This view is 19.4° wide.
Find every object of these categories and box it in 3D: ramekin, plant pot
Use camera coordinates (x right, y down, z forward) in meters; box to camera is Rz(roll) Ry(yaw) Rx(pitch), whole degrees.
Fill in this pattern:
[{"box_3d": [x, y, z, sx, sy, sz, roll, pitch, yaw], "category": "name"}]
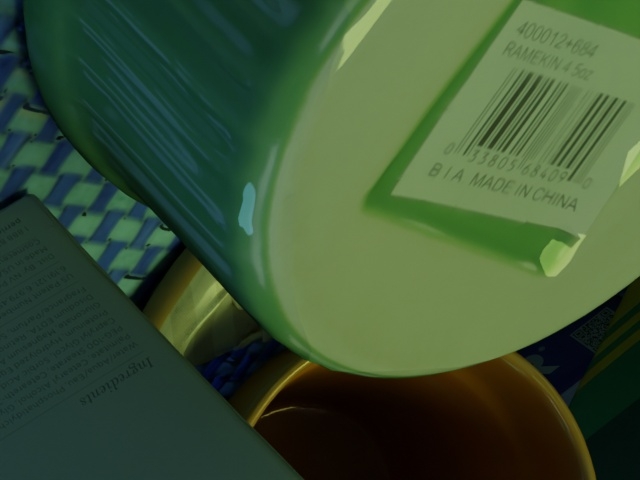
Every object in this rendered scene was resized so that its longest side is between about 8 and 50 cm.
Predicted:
[{"box_3d": [0.053, -0.089, 0.725, 0.303, 0.148, 0.303, -24, 141, -21], "category": "ramekin"}, {"box_3d": [0.016, 0.146, 0.999, 0.205, 0.205, 0.188, -39, -171, -17], "category": "plant pot"}]

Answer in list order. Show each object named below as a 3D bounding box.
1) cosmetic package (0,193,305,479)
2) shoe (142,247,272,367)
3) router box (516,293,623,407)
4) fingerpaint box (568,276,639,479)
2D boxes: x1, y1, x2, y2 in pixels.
[{"box_3d": [-0.106, 0.147, 0.796, 0.138, 0.225, 0.224, -34, 151, -27], "category": "cosmetic package"}, {"box_3d": [0.000, 0.000, 0.944, 0.219, 0.058, 0.076, -38, 153, -19], "category": "shoe"}, {"box_3d": [0.125, 0.240, 1.270, 0.335, 0.082, 0.301, -36, 124, -10], "category": "router box"}, {"box_3d": [0.357, 0.157, 1.208, 0.445, 0.163, 0.371, 17, 103, -38], "category": "fingerpaint box"}]
